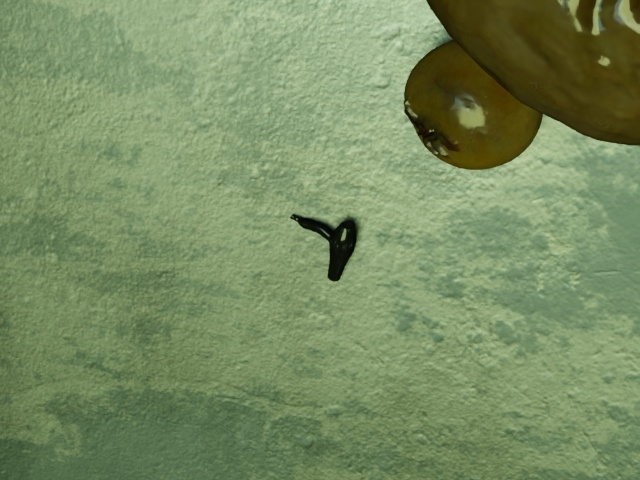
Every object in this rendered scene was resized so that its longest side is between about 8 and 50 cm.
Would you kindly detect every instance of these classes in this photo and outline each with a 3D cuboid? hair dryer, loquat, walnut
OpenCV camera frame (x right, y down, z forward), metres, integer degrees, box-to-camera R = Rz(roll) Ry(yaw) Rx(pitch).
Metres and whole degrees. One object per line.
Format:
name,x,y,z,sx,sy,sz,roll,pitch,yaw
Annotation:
hair dryer,0.000,0.000,1.556,0.083,0.031,0.079,30,129,17
loquat,0.155,-0.140,1.379,0.141,0.141,0.141,6,116,13
walnut,0.267,-0.275,1.187,0.398,0.308,0.354,42,85,-6
